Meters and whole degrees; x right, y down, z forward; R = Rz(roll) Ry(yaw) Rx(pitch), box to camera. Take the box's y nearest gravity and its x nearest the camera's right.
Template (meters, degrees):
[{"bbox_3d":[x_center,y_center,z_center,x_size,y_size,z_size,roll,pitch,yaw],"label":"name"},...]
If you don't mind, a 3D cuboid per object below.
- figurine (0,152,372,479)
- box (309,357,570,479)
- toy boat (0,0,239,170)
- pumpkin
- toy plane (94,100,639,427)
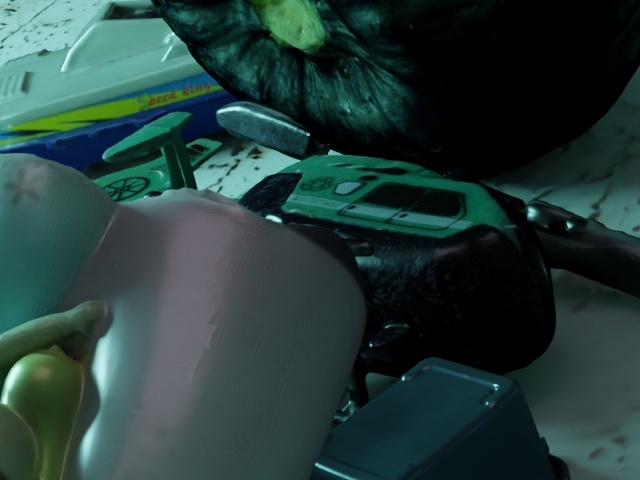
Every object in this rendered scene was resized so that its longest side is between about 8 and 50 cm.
[{"bbox_3d":[-0.150,0.140,0.590,0.284,0.206,0.316,8,58,24],"label":"figurine"},{"bbox_3d":[0.042,0.092,0.748,0.099,0.054,0.074,-35,32,-30],"label":"box"},{"bbox_3d":[-0.164,-0.094,1.202,0.295,0.088,0.129,-14,21,9],"label":"toy boat"},{"bbox_3d":[0.040,-0.185,1.010,0.315,0.315,0.238,11,57,46],"label":"pumpkin"},{"bbox_3d":[0.000,0.000,0.913,0.155,0.106,0.381,-31,27,-36],"label":"toy plane"}]
